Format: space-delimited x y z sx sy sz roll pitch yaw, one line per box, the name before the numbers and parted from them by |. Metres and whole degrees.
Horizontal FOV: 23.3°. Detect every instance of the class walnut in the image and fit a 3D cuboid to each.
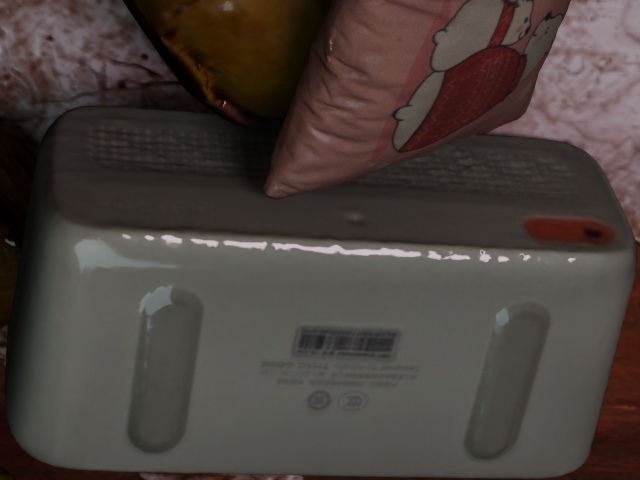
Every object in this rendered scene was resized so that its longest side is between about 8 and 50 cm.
walnut | -0.056 -0.158 0.958 0.137 0.137 0.245 -18 128 26

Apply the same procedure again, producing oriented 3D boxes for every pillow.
pillow | 0.077 -0.130 0.923 0.084 0.223 0.236 46 142 25

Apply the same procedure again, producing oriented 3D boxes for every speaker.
speaker | 0.000 0.035 1.039 0.406 0.183 0.184 3 125 -12

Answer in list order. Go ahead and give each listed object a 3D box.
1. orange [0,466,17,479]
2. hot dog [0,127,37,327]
orange | -0.378 0.277 1.366 0.300 0.223 0.301 25 134 11
hot dog | -0.313 0.011 1.176 0.272 0.122 0.196 -26 119 28
